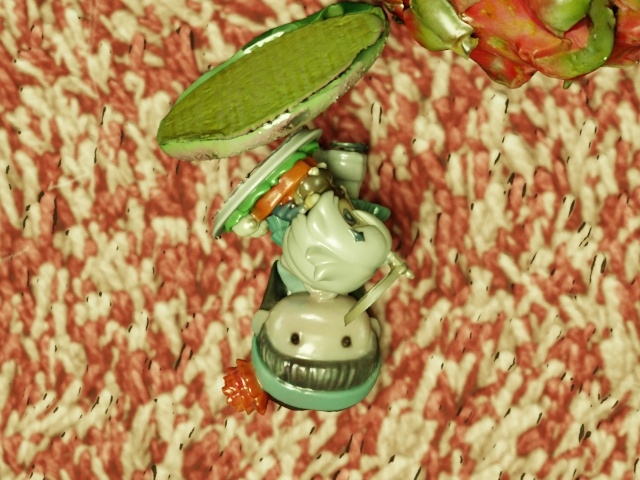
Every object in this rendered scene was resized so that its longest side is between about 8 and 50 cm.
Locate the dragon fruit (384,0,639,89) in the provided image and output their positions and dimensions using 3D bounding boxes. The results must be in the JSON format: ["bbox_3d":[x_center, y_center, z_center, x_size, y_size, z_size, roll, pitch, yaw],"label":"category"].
[{"bbox_3d":[0.185,-0.246,1.526,0.302,0.237,0.231,4,86,26],"label":"dragon fruit"}]

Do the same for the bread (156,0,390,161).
[{"bbox_3d":[-0.039,-0.132,1.579,0.228,0.228,0.033,-27,114,9],"label":"bread"}]

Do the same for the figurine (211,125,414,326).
[{"bbox_3d":[0.000,0.000,1.539,0.154,0.132,0.132,45,99,3],"label":"figurine"}]

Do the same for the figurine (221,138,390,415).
[{"bbox_3d":[-0.010,0.034,1.640,0.137,0.110,0.246,4,91,9],"label":"figurine"}]
